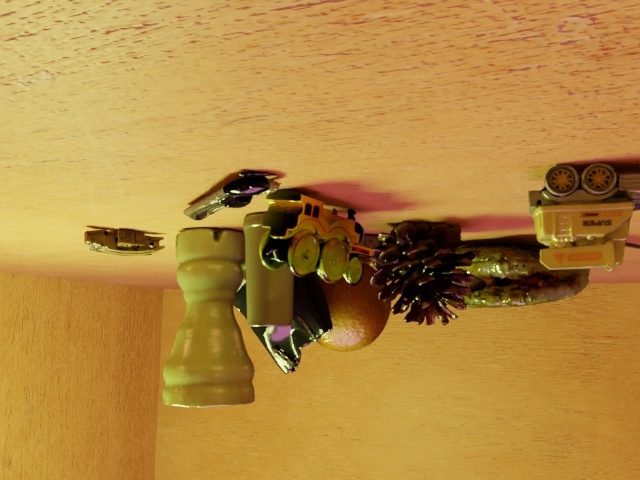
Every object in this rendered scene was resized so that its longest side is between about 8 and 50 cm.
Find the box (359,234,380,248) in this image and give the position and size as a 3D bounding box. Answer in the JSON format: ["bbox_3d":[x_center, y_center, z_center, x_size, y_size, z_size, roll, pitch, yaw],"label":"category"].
[{"bbox_3d":[0.129,0.008,1.668,0.098,0.045,0.062,1,173,-12],"label":"box"}]

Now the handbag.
[{"bbox_3d":[-0.102,0.190,1.718,0.152,0.288,0.342,-14,150,-39],"label":"handbag"}]

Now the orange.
[{"bbox_3d":[0.070,0.182,1.813,0.274,0.274,0.274,1,172,0],"label":"orange"}]

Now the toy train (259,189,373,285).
[{"bbox_3d":[0.000,0.000,1.226,0.100,0.160,0.296,6,174,35],"label":"toy train"}]

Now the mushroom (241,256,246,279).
[{"bbox_3d":[-0.225,0.056,1.812,0.148,0.112,0.148,10,172,1],"label":"mushroom"}]

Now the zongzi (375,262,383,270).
[{"bbox_3d":[0.263,0.044,1.833,0.160,0.078,0.176,-6,179,40],"label":"zongzi"}]

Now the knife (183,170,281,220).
[{"bbox_3d":[-0.175,-0.069,1.155,0.089,0.043,0.365,6,171,-27],"label":"knife"}]

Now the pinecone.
[{"bbox_3d":[0.242,0.078,1.472,0.264,0.264,0.264,1,172,0],"label":"pinecone"}]

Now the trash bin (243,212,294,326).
[{"bbox_3d":[-0.116,0.075,1.451,0.121,0.247,0.243,0,171,-6],"label":"trash bin"}]

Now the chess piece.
[{"bbox_3d":[-0.286,0.195,1.611,0.234,0.442,0.234,-2,170,0],"label":"chess piece"}]

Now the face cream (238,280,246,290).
[{"bbox_3d":[-0.172,0.103,2.034,0.369,0.145,0.145,-6,169,37],"label":"face cream"}]

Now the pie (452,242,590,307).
[{"bbox_3d":[0.554,0.092,1.804,0.418,0.180,0.395,-4,179,-42],"label":"pie"}]

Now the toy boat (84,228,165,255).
[{"bbox_3d":[-0.508,0.001,1.642,0.206,0.064,0.072,4,154,-34],"label":"toy boat"}]

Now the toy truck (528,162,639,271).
[{"bbox_3d":[0.456,-0.031,0.946,0.272,0.157,0.124,-1,172,18],"label":"toy truck"}]

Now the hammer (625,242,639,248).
[{"bbox_3d":[0.733,0.004,1.598,0.292,0.058,0.029,8,165,-19],"label":"hammer"}]

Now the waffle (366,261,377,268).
[{"bbox_3d":[0.192,0.083,2.181,0.231,0.051,0.228,5,171,-34],"label":"waffle"}]

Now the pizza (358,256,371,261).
[{"bbox_3d":[0.087,0.045,1.927,0.175,0.046,0.134,0,170,6],"label":"pizza"}]
